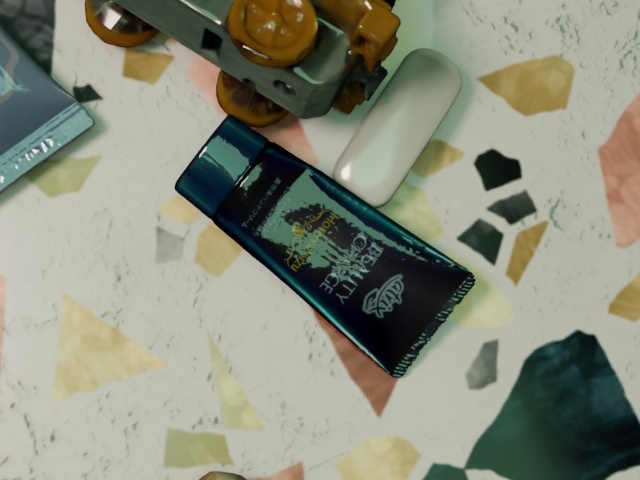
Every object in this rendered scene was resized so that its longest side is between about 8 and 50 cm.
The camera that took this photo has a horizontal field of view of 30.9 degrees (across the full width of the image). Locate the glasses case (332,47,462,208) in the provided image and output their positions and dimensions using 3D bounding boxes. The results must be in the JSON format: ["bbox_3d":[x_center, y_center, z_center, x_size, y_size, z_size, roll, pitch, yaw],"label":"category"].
[{"bbox_3d":[0.072,-0.104,1.075,0.063,0.041,0.164,33,80,-2],"label":"glasses case"}]

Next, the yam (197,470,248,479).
[{"bbox_3d":[-0.192,0.325,0.975,0.356,0.081,0.081,-41,87,-11],"label":"yam"}]

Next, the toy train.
[{"bbox_3d":[-0.085,-0.264,1.030,0.369,0.163,0.231,32,72,0],"label":"toy train"}]

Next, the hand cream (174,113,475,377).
[{"bbox_3d":[0.000,0.000,1.047,0.270,0.061,0.120,37,96,-5],"label":"hand cream"}]

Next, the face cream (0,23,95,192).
[{"bbox_3d":[-0.372,-0.218,1.034,0.135,0.086,0.385,-38,91,-9],"label":"face cream"}]
